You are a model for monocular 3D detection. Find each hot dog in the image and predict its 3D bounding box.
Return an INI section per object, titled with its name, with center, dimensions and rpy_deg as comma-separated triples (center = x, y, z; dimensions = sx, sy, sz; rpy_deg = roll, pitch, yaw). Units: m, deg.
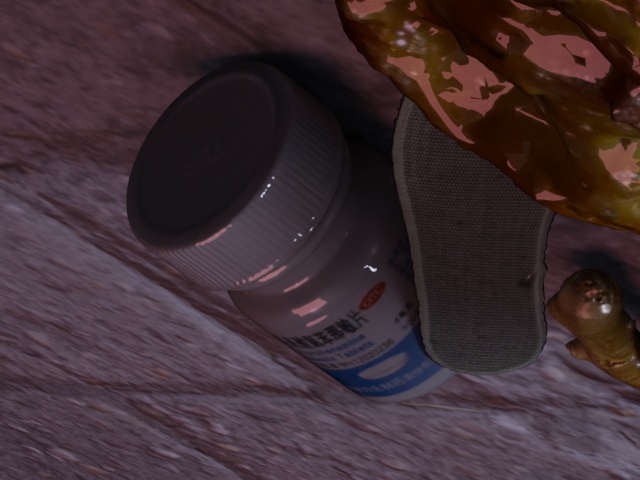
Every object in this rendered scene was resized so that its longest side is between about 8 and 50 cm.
[hot dog]
center = 0.121, -0.065, 0.574
dimensions = 0.259, 0.114, 0.175
rpy_deg = 17, 161, 14

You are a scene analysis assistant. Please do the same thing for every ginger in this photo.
[ginger]
center = 0.203, 0.051, 0.900
dimensions = 0.193, 0.053, 0.176
rpy_deg = 20, 162, 28

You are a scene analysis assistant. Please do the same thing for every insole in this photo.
[insole]
center = 0.070, -0.012, 0.805
dimensions = 0.080, 0.003, 0.232
rpy_deg = 2, 138, 4

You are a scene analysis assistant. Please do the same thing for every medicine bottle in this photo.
[medicine bottle]
center = 0.000, 0.000, 0.891
dimensions = 0.105, 0.105, 0.168
rpy_deg = 1, 152, 46
